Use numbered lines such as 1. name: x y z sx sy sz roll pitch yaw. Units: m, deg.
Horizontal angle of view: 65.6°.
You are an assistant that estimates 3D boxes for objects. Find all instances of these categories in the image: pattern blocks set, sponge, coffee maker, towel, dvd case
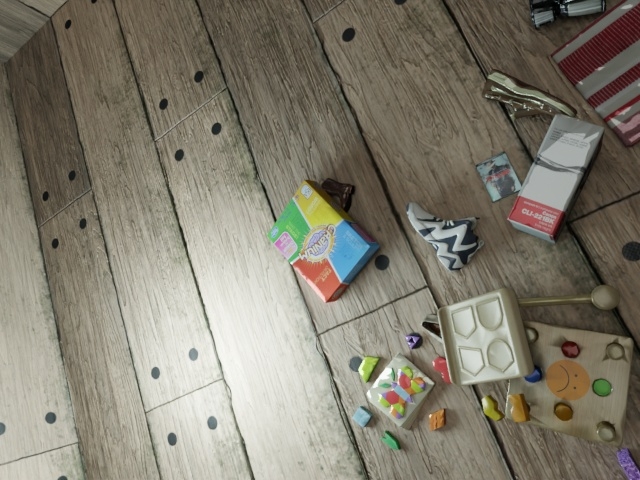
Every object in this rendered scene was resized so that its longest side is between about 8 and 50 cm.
1. pattern blocks set: 0.234 0.431 1.426 0.286 0.026 0.324 23 95 29
2. sponge: 0.730 0.575 1.090 0.031 0.117 0.210 -32 70 19
3. coffee maker: 0.643 -0.661 1.297 0.178 0.120 0.171 -2 82 30
4. towel: 0.777 -0.427 1.243 0.237 0.037 0.328 -36 67 22
5. dvd case: 0.493 -0.176 1.373 0.087 0.013 0.119 -26 71 23

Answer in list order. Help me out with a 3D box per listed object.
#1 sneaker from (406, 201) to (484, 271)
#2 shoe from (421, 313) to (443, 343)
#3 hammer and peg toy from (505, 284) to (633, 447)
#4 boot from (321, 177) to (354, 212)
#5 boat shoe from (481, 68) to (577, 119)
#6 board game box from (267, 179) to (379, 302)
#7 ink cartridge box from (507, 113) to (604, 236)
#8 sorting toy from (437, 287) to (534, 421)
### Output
1. sneaker: 0.358 -0.044 1.384 0.153 0.094 0.234 -39 67 17
2. shoe: 0.372 0.271 1.354 0.219 0.058 0.076 27 97 28
3. hammer and peg toy: 0.593 0.279 1.198 0.266 0.127 0.360 5 86 31
4. boot: 0.046 -0.142 1.597 0.114 0.037 0.106 19 90 30
5. boat shoe: 0.550 -0.365 1.333 0.257 0.095 0.095 41 117 32
6. board game box: 0.000 0.000 1.565 0.316 0.064 0.242 47 115 25
7. ink cartridge box: 0.578 -0.144 1.219 0.114 0.197 0.272 25 96 27
8. sorting toy: 0.417 0.291 1.236 0.229 0.041 0.306 -29 62 47
